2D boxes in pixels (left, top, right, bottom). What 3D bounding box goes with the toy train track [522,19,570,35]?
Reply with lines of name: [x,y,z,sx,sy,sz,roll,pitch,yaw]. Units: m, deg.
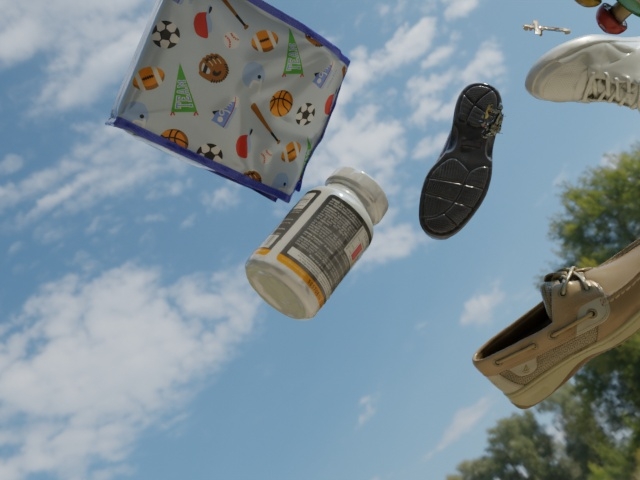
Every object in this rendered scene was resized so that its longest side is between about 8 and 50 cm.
toy train track: [0.404,-0.376,1.201,0.083,0.048,0.014,6,-42,4]

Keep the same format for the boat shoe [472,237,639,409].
boat shoe: [0.361,0.097,0.942,0.341,0.110,0.122,-49,2,19]

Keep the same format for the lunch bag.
lunch bag: [-0.163,-0.281,1.275,0.385,0.239,0.328,22,-87,-23]

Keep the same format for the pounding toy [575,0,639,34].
pounding toy: [0.397,-0.332,0.898,0.110,0.183,0.237,-44,7,41]

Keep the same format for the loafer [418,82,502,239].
loafer: [0.254,-0.131,1.198,0.095,0.109,0.303,69,-140,-72]

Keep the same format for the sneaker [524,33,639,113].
sneaker: [0.499,-0.252,1.088,0.292,0.169,0.108,-12,-43,-9]

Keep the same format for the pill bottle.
pill bottle: [0.000,0.000,1.248,0.278,0.162,0.162,-50,-26,-26]

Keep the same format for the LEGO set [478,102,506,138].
LEGO set: [0.247,-0.166,0.948,0.083,0.023,0.054,-22,-45,-57]
